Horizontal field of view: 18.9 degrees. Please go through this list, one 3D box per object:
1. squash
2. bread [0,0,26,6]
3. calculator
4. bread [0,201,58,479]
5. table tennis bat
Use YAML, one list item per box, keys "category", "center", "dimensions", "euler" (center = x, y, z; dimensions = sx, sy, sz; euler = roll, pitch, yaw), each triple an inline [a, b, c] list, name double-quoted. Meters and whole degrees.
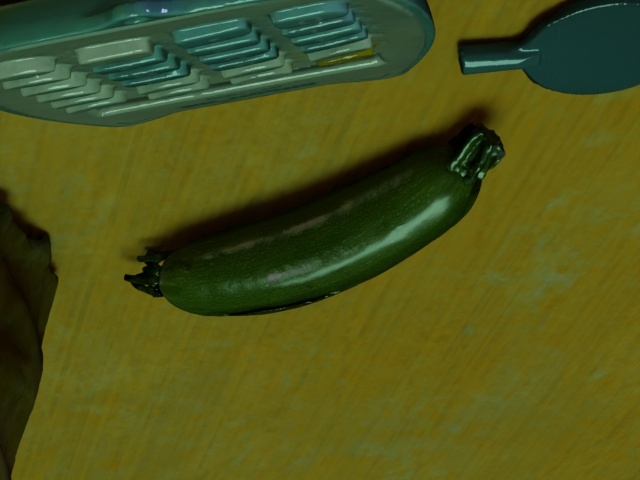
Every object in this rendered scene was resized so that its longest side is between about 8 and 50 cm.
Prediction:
- category: "squash"
  center: [0.002, 0.001, 1.397]
  dimensions: [0.318, 0.071, 0.080]
  euler: [-21, 145, 23]
- category: "bread"
  center: [-0.218, -0.200, 0.952]
  dimensions: [0.294, 0.132, 0.167]
  euler: [10, 161, -29]
- category: "calculator"
  center: [-0.065, -0.111, 1.073]
  dimensions: [0.256, 0.054, 0.386]
  euler: [-10, -179, 7]
- category: "bread"
  center: [-0.305, 0.100, 1.353]
  dimensions: [0.238, 0.252, 0.196]
  euler: [11, 149, -18]
- category: "table tennis bat"
  center: [0.168, -0.127, 1.269]
  dimensions: [0.155, 0.019, 0.100]
  euler: [-7, 149, -1]
